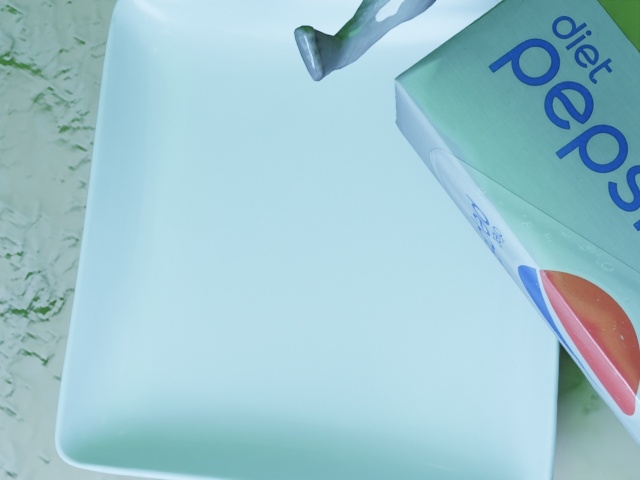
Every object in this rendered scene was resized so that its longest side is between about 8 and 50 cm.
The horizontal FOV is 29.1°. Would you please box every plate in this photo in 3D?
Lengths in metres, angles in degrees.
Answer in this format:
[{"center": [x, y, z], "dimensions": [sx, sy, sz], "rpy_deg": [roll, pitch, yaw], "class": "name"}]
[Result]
[{"center": [0.000, 0.000, 0.674], "dimensions": [0.277, 0.045, 0.278], "rpy_deg": [4, 82, 19], "class": "plate"}]

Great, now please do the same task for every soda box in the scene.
[{"center": [0.153, 0.020, 0.559], "dimensions": [0.098, 0.091, 0.286], "rpy_deg": [-35, 82, -1], "class": "soda box"}]

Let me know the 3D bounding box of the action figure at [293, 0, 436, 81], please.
[{"center": [0.085, -0.265, 0.629], "dimensions": [0.330, 0.178, 0.341], "rpy_deg": [-25, 65, -5], "class": "action figure"}]
